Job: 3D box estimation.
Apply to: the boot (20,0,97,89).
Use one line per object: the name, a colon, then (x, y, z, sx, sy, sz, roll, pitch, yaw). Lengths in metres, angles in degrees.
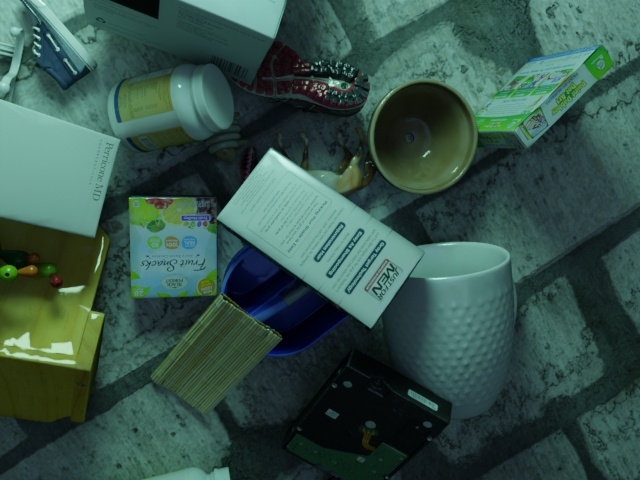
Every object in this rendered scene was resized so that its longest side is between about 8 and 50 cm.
boot: (-0.520, -0.381, 1.190, 0.086, 0.069, 0.190, -42, 106, -7)

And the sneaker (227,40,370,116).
sneaker: (-0.053, -0.315, 1.289, 0.299, 0.112, 0.121, 17, 78, -1)

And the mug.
mug: (0.309, 0.183, 1.372, 0.374, 0.276, 0.328, -18, 107, -38)

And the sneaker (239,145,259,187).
sneaker: (-0.138, -0.139, 1.329, 0.057, 0.047, 0.119, -4, 101, -31)

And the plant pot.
plant pot: (0.206, -0.220, 1.352, 0.237, 0.110, 0.237, -2, 98, -11)

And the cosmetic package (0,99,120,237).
cosmetic package: (-0.559, -0.139, 1.073, 0.365, 0.155, 0.197, 14, 88, -38)

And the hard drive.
hard drive: (0.088, 0.391, 1.327, 0.237, 0.064, 0.339, 29, 127, -2)

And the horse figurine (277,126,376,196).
horse figurine: (0.011, -0.148, 1.344, 0.263, 0.066, 0.174, -5, 93, -9)

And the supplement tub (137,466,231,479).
supplement tub: (-0.329, 0.604, 1.288, 0.325, 0.235, 0.235, -11, 100, -10)

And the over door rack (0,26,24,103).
over door rack: (-0.691, -0.255, 1.152, 0.239, 0.108, 0.324, 10, 96, -13)

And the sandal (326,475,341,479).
sandal: (0.072, 0.548, 1.475, 0.179, 0.040, 0.067, -29, 109, -22)

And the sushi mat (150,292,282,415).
sushi mat: (-0.219, 0.241, 1.283, 0.151, 0.019, 0.316, 35, 123, -11)

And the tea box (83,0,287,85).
tea box: (-0.213, -0.511, 1.124, 0.329, 0.220, 0.323, 19, 78, -13)

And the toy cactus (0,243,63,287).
toy cactus: (-0.583, 0.045, 1.116, 0.219, 0.180, 0.112, -12, 137, -24)

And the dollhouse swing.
dollhouse swing: (-0.605, 0.140, 1.253, 0.347, 0.305, 0.315, 12, 137, -14)

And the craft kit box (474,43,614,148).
craft kit box: (0.438, -0.295, 1.321, 0.246, 0.250, 0.061, -41, 106, -4)

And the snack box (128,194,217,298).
snack box: (-0.301, 0.011, 1.295, 0.174, 0.070, 0.207, -2, 100, -13)

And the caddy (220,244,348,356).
caddy: (-0.049, 0.083, 1.305, 0.341, 0.179, 0.241, -37, 105, -5)

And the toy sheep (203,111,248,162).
toy sheep: (-0.201, -0.222, 1.279, 0.091, 0.091, 0.132, -18, 88, -9)

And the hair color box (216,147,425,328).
hair color box: (0.000, 0.000, 1.179, 0.347, 0.105, 0.174, 35, 82, 9)

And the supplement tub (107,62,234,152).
supplement tub: (-0.280, -0.251, 1.189, 0.200, 0.144, 0.144, -8, 101, 19)
